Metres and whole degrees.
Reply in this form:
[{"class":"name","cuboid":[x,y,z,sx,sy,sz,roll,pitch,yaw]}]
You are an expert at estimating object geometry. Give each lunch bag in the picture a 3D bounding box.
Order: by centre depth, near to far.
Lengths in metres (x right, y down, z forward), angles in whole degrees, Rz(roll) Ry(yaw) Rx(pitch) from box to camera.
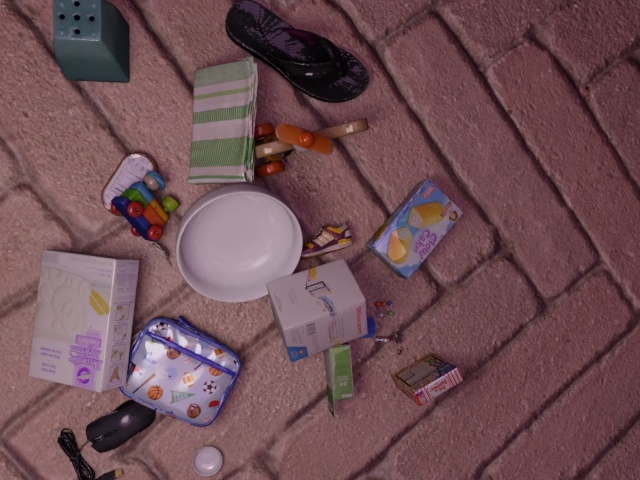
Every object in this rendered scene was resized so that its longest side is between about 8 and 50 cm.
[{"class":"lunch bag","cuboid":[-0.383,0.346,1.472,0.303,0.115,0.243,29,83,-11]}]

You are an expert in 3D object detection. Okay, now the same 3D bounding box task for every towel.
[{"class":"towel","cuboid":[-0.267,-0.313,1.449,0.038,0.248,0.325,3,89,-53]}]

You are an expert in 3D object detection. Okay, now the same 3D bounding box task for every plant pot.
[{"class":"plant pot","cuboid":[-0.590,-0.517,1.368,0.165,0.234,0.166,-1,91,-11]}]

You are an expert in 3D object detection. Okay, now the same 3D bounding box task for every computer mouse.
[{"class":"computer mouse","cuboid":[-0.562,0.555,1.462,0.262,0.060,0.184,-23,93,-10]}]

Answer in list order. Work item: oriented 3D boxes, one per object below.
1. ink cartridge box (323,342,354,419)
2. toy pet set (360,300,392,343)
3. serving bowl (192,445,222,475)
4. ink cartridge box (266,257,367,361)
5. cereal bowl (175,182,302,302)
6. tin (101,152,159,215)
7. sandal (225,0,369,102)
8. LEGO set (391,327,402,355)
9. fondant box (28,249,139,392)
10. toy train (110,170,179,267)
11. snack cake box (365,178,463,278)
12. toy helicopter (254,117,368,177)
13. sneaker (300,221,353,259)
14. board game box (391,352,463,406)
[{"class":"ink cartridge box","cuboid":[0.053,0.396,1.555,0.062,0.109,0.209,-4,91,-10]},{"class":"toy pet set","cuboid":[0.170,0.246,1.600,0.114,0.065,0.122,-2,90,-11]},{"class":"serving bowl","cuboid":[-0.319,0.620,1.525,0.083,0.027,0.083,0,89,-11]},{"class":"ink cartridge box","cuboid":[-0.007,0.189,1.483,0.232,0.168,0.171,-18,138,-10]},{"class":"cereal bowl","cuboid":[-0.224,-0.007,1.456,0.339,0.141,0.339,-9,122,-15]},{"class":"tin","cuboid":[-0.525,-0.155,1.483,0.106,0.040,0.190,31,85,-5]},{"class":"sandal","cuboid":[-0.064,-0.532,1.533,0.445,0.107,0.167,25,86,-10]},{"class":"LEGO set","cuboid":[0.229,0.304,1.625,0.023,0.054,0.083,2,89,26]},{"class":"fondant box","cuboid":[-0.608,0.198,1.385,0.238,0.096,0.330,5,90,20]},{"class":"toy train","cuboid":[-0.440,-0.060,1.476,0.143,0.105,0.248,-55,134,-27]},{"class":"snack cake box","cuboid":[0.279,-0.033,1.609,0.152,0.089,0.264,41,83,-7]},{"class":"toy helicopter","cuboid":[-0.028,-0.284,1.477,0.355,0.235,0.140,-17,98,-13]},{"class":"sneaker","cuboid":[0.000,0.000,1.572,0.185,0.069,0.084,-14,84,-17]},{"class":"board game box","cuboid":[0.304,0.397,1.561,0.146,0.193,0.045,-27,95,-9]}]
